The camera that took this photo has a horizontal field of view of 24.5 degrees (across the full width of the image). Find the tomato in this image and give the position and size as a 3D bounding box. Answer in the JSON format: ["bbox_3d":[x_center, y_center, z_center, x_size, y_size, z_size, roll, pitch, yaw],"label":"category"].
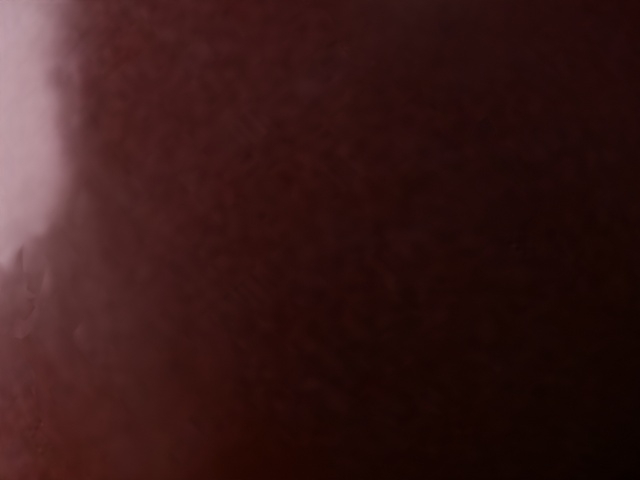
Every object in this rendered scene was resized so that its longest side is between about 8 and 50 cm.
[{"bbox_3d":[0.000,0.000,0.466,0.321,0.321,0.321,-160,90,-90],"label":"tomato"}]
